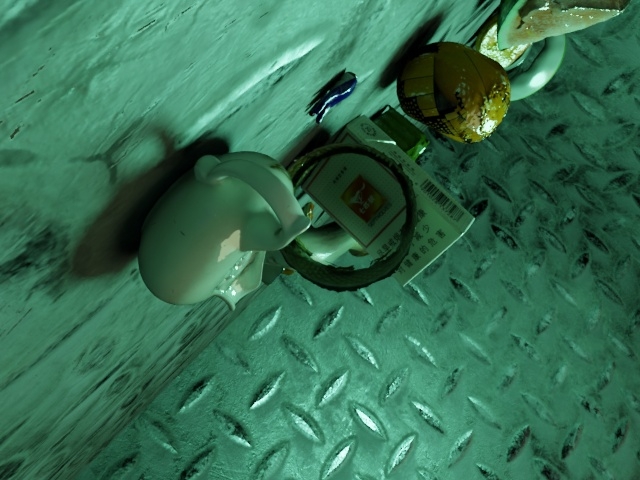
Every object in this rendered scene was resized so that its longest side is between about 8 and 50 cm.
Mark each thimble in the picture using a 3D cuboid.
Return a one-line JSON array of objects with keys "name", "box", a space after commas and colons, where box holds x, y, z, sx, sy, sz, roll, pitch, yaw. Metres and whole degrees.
[{"name": "thimble", "box": [0.048, -0.048, 1.028, 0.271, 0.271, 0.150, -47, 180, 11]}]

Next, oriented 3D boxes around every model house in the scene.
[{"name": "model house", "box": [-0.134, 0.051, 1.395, 0.087, 0.101, 0.100, -49, 178, 12]}]

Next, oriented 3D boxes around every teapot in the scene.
[{"name": "teapot", "box": [-0.105, -0.008, 0.608, 0.204, 0.139, 0.298, -43, 176, -23]}]

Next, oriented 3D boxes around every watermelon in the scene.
[{"name": "watermelon", "box": [0.537, -0.617, 1.203, 0.222, 0.319, 0.292, 9, 88, -53]}]

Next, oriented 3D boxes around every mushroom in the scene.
[{"name": "mushroom", "box": [0.000, 0.000, 1.273, 0.329, 0.159, 0.122, -10, 124, -44]}]

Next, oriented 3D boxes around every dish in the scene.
[{"name": "dish", "box": [0.650, -0.651, 1.846, 0.124, 0.324, 0.324, 15, 127, -43]}]

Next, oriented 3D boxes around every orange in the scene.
[{"name": "orange", "box": [0.267, -0.301, 1.098, 0.182, 0.234, 0.234, -61, 171, 28]}]

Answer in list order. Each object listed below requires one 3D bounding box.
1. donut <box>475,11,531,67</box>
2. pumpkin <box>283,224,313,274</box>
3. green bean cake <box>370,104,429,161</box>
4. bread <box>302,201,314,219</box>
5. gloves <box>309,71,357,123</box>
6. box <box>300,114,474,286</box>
[{"name": "donut", "box": [0.582, -0.647, 1.727, 0.190, 0.174, 0.074, -61, -147, 36]}, {"name": "pumpkin", "box": [-0.072, 0.002, 1.477, 0.183, 0.119, 0.107, -51, -175, 45]}, {"name": "green bean cake", "box": [0.127, -0.187, 1.379, 0.250, 0.156, 0.247, -44, 175, -43]}, {"name": "bread", "box": [-0.072, -0.003, 1.649, 0.139, 0.095, 0.269, -53, 177, -28]}, {"name": "gloves", "box": [0.018, -0.205, 0.784, 0.086, 0.026, 0.064, -46, 179, -16]}, {"name": "box", "box": [0.139, -0.084, 1.189, 0.210, 0.330, 0.095, -50, 175, 41]}]
